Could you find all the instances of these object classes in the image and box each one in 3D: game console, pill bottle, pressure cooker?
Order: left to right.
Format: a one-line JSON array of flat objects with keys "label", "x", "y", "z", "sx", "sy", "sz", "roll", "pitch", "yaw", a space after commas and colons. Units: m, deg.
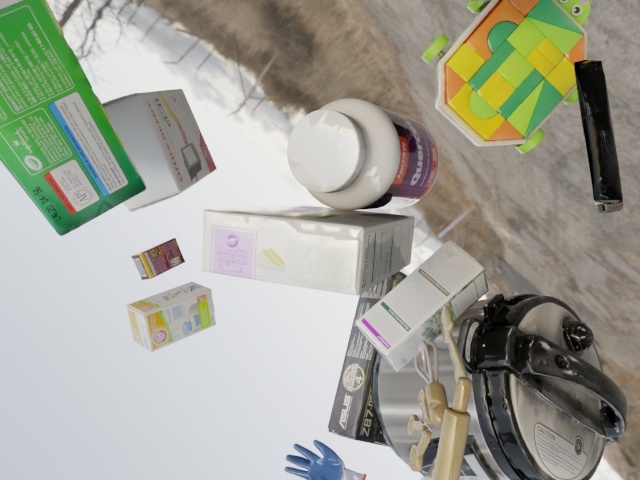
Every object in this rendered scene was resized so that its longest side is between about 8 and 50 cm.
[{"label": "pill bottle", "x": 0.081, "y": -0.143, "z": 0.938, "sx": 0.181, "sy": 0.181, "sz": 0.323, "roll": 48, "pitch": -156, "yaw": 17}, {"label": "pressure cooker", "x": 0.353, "y": 0.288, "z": 1.055, "sx": 0.370, "sy": 0.421, "sz": 0.375, "roll": -14, "pitch": -94, "yaw": -41}, {"label": "game console", "x": 0.467, "y": -0.142, "z": 0.897, "sx": 0.361, "sy": 0.044, "sz": 0.212, "roll": 11, "pitch": -107, "yaw": -60}]

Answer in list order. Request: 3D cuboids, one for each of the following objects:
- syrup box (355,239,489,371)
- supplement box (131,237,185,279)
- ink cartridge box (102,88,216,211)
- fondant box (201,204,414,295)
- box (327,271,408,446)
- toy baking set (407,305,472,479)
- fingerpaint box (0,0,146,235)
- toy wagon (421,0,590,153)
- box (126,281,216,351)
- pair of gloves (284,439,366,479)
[{"label": "syrup box", "x": 0.189, "y": 0.121, "z": 0.991, "sx": 0.096, "sy": 0.237, "sz": 0.093, "roll": 46, "pitch": 173, "yaw": 38}, {"label": "supplement box", "x": -0.318, "y": 0.036, "z": 1.056, "sx": 0.083, "sy": 0.043, "sz": 0.054, "roll": -29, "pitch": -77, "yaw": -41}, {"label": "ink cartridge box", "x": -0.367, "y": -0.216, "z": 1.219, "sx": 0.306, "sy": 0.131, "sz": 0.225, "roll": -84, "pitch": -26, "yaw": -73}, {"label": "fondant box", "x": 0.000, "y": 0.000, "z": 0.865, "sx": 0.239, "sy": 0.096, "sz": 0.330, "roll": 7, "pitch": -174, "yaw": 21}, {"label": "box", "x": 0.194, "y": 0.298, "z": 1.312, "sx": 0.097, "sy": 0.394, "sz": 0.318, "roll": 0, "pitch": 159, "yaw": 43}, {"label": "toy baking set", "x": 0.146, "y": 0.219, "z": 0.701, "sx": 0.030, "sy": 0.255, "sz": 0.197, "roll": 11, "pitch": -177, "yaw": -7}, {"label": "fingerpaint box", "x": -0.482, "y": -0.281, "z": 0.788, "sx": 0.371, "sy": 0.163, "sz": 0.444, "roll": 42, "pitch": 157, "yaw": 36}, {"label": "toy wagon", "x": 0.364, "y": -0.339, "z": 0.967, "sx": 0.267, "sy": 0.344, "sz": 0.068, "roll": 41, "pitch": -172, "yaw": -8}, {"label": "box", "x": -0.401, "y": 0.202, "z": 1.453, "sx": 0.203, "sy": 0.114, "sz": 0.103, "roll": -19, "pitch": -158, "yaw": -40}, {"label": "pair of gloves", "x": -0.014, "y": 0.478, "z": 0.986, "sx": 0.160, "sy": 0.198, "sz": 0.023, "roll": 17, "pitch": 159, "yaw": 24}]
